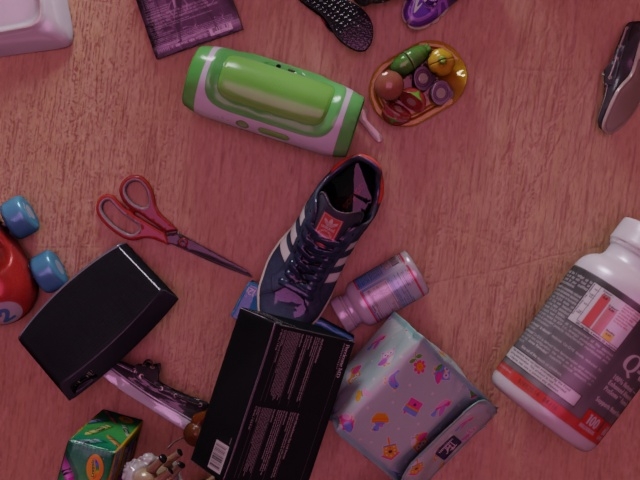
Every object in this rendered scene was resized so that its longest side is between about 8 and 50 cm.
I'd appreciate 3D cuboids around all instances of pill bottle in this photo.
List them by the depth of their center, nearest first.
[{"bbox_3d":[0.473,0.154,1.879,0.210,0.210,0.363,36,92,0],"label":"pill bottle"},{"bbox_3d":[0.101,0.093,1.947,0.160,0.087,0.087,-30,90,2],"label":"pill bottle"}]

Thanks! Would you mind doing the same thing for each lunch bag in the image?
[{"bbox_3d":[0.158,0.294,1.913,0.223,0.160,0.262,-46,114,-2],"label":"lunch bag"}]

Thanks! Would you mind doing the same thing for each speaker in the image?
[{"bbox_3d":[-0.080,-0.239,1.926,0.297,0.131,0.131,18,91,1],"label":"speaker"}]

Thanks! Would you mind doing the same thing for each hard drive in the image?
[{"bbox_3d":[-0.390,0.132,1.934,0.255,0.054,0.172,-43,67,-7],"label":"hard drive"}]

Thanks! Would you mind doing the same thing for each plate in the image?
[{"bbox_3d":[-0.594,-0.460,1.973,0.278,0.045,0.277,-9,90,1],"label":"plate"}]

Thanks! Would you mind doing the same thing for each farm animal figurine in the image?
[{"bbox_3d":[-0.171,0.468,1.877,0.172,0.327,0.330,-40,85,25],"label":"farm animal figurine"}]

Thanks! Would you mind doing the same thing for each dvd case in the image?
[{"bbox_3d":[-0.249,-0.451,1.978,0.165,0.018,0.221,-19,91,3],"label":"dvd case"}]

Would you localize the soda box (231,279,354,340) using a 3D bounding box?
[{"bbox_3d":[-0.048,0.149,1.961,0.210,0.067,0.071,29,91,1],"label":"soda box"}]

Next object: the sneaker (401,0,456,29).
[{"bbox_3d":[0.213,-0.434,1.943,0.170,0.071,0.068,-37,90,2],"label":"sneaker"}]

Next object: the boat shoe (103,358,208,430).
[{"bbox_3d":[-0.298,0.250,1.966,0.228,0.080,0.076,34,81,1],"label":"boat shoe"}]

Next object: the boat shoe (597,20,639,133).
[{"bbox_3d":[0.528,-0.287,1.956,0.065,0.075,0.206,29,99,43],"label":"boat shoe"}]

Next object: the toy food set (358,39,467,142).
[{"bbox_3d":[0.154,-0.266,1.947,0.218,0.071,0.128,-31,90,2],"label":"toy food set"}]

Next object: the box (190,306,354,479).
[{"bbox_3d":[-0.075,0.257,1.801,0.184,0.103,0.261,18,90,-41],"label":"box"}]

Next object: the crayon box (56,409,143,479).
[{"bbox_3d":[-0.374,0.392,1.867,0.081,0.278,0.165,16,91,0],"label":"crayon box"}]

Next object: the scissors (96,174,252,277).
[{"bbox_3d":[-0.264,0.003,1.989,0.297,0.021,0.109,41,89,-1],"label":"scissors"}]

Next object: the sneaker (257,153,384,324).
[{"bbox_3d":[0.000,0.000,1.882,0.131,0.148,0.350,26,78,-3],"label":"sneaker"}]

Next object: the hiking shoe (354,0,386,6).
[{"bbox_3d":[0.097,-0.519,1.949,0.114,0.086,0.226,-7,88,-20],"label":"hiking shoe"}]

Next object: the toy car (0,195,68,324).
[{"bbox_3d":[-0.583,0.050,1.885,0.219,0.238,0.210,-28,90,2],"label":"toy car"}]

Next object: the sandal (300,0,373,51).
[{"bbox_3d":[0.028,-0.399,1.968,0.067,0.040,0.179,-45,75,-4],"label":"sandal"}]
